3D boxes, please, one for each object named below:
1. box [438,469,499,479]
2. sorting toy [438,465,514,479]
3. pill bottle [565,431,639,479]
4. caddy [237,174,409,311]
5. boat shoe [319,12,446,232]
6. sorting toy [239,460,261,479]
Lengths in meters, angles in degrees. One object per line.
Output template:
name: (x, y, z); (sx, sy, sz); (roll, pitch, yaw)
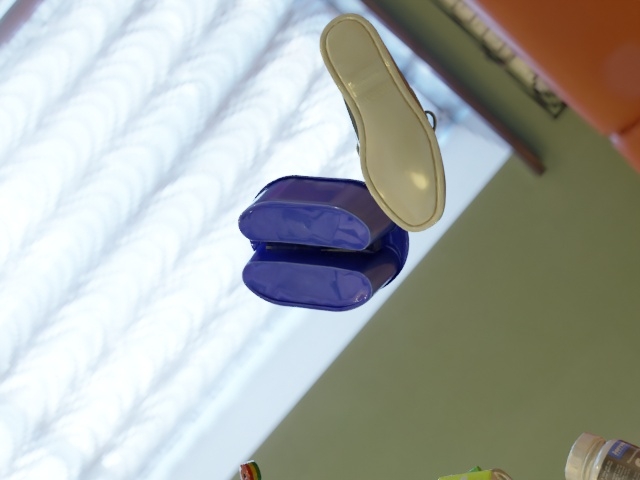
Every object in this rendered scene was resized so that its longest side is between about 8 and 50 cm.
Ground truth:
box: (0.285, 0.472, 2.164); (0.178, 0.109, 0.042); (53, -144, -31)
sorting toy: (0.300, 0.525, 2.405); (0.347, 0.196, 0.047); (45, -161, -60)
pill bottle: (0.360, 0.277, 1.402); (0.137, 0.078, 0.078); (20, 170, 32)
caddy: (0.000, 0.000, 2.360); (0.341, 0.241, 0.179); (6, -158, 20)
boat shoe: (0.073, -0.126, 1.321); (0.254, 0.095, 0.079); (63, -165, 13)
sorting toy: (-0.140, 0.544, 2.275); (0.132, 0.046, 0.274); (4, 105, 62)
